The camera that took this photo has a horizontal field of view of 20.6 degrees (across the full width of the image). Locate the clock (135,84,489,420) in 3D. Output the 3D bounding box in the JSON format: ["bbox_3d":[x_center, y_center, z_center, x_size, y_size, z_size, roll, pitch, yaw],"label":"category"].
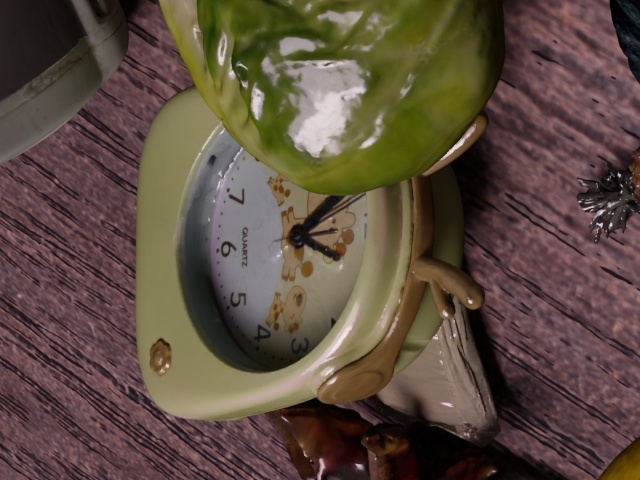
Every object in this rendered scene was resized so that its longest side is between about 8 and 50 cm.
[{"bbox_3d":[0.000,0.000,1.174,0.308,0.096,0.235,-9,76,45],"label":"clock"}]

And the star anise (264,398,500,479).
[{"bbox_3d":[0.071,0.187,1.330,0.288,0.088,0.288,28,167,7],"label":"star anise"}]

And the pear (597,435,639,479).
[{"bbox_3d":[0.320,0.187,0.982,0.336,0.285,0.285,23,139,49],"label":"pear"}]

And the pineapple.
[{"bbox_3d":[0.201,-0.036,1.075,0.058,0.058,0.124,47,157,-1],"label":"pineapple"}]

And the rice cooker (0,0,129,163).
[{"bbox_3d":[-0.302,-0.170,1.253,0.288,0.288,0.277,1,125,43],"label":"rice cooker"}]

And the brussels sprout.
[{"bbox_3d":[0.009,-0.131,1.046,0.223,0.161,0.223,3,95,39],"label":"brussels sprout"}]

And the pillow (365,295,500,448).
[{"bbox_3d":[0.061,0.055,1.278,0.119,0.053,0.208,7,126,38],"label":"pillow"}]

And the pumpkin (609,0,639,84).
[{"bbox_3d":[0.236,-0.119,0.887,0.194,0.150,0.194,9,130,11],"label":"pumpkin"}]
